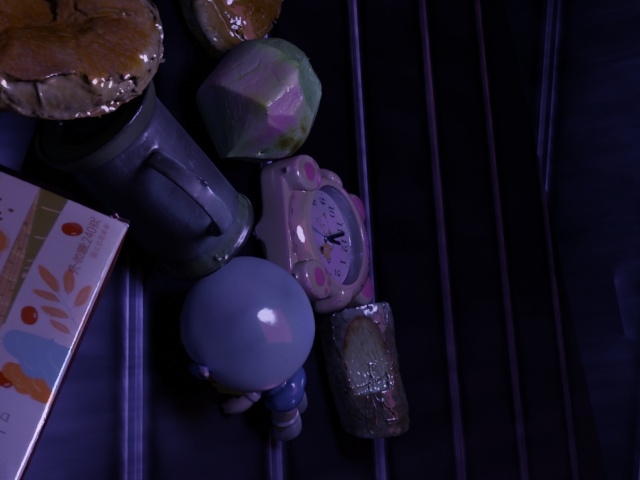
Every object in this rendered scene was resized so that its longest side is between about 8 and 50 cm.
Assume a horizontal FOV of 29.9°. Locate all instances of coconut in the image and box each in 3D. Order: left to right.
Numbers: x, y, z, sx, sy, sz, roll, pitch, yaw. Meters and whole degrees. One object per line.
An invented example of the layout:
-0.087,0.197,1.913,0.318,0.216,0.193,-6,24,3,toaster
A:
-0.108,-0.235,2.091,0.205,0.236,0.236,35,41,-9,coconut

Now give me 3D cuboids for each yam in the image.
0.084,0.248,2.293,0.154,0.154,0.254,-10,88,-61,yam

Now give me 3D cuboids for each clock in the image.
0.000,0.000,2.291,0.309,0.114,0.283,20,60,-58,clock

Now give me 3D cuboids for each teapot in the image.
-0.229,-0.080,1.786,0.200,0.270,0.337,-52,132,-16,teapot

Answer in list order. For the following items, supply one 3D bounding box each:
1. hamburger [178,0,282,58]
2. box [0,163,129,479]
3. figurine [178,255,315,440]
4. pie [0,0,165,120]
-0.170,-0.493,2.188,0.211,0.133,0.308,59,35,-33,hamburger
-0.434,0.079,1.298,0.345,0.122,0.385,23,48,-8,box
-0.084,0.179,1.976,0.382,0.205,0.224,54,41,-58,figurine
-0.379,-0.298,1.621,0.340,0.083,0.339,11,55,-17,pie
